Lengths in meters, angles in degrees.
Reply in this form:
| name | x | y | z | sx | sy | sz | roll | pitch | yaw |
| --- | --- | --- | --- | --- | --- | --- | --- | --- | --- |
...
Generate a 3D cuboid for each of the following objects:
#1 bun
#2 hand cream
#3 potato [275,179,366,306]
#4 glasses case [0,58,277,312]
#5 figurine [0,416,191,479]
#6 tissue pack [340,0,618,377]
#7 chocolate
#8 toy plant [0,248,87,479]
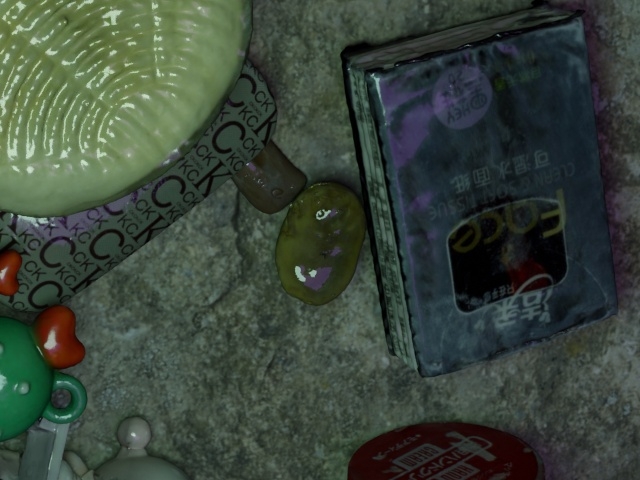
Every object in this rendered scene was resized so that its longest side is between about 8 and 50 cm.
| name | x | y | z | sx | sy | sz | roll | pitch | yaw |
| --- | --- | --- | --- | --- | --- | --- | --- | --- | --- |
| bun | -0.251 | -0.212 | 1.747 | 0.364 | 0.202 | 0.364 | -9 | 112 | -22 |
| hand cream | 0.139 | 0.313 | 2.077 | 0.230 | 0.230 | 0.149 | -10 | 112 | -15 |
| potato | 0.000 | 0.000 | 2.006 | 0.092 | 0.070 | 0.138 | 11 | 113 | -14 |
| glasses case | -0.203 | -0.064 | 1.908 | 0.355 | 0.085 | 0.137 | -37 | 113 | -2 |
| figurine | -0.225 | 0.276 | 2.000 | 0.257 | 0.182 | 0.144 | 21 | 143 | -30 |
| tissue pack | 0.175 | -0.056 | 2.020 | 0.259 | 0.122 | 0.361 | -15 | 110 | -16 |
| chocolate | -0.060 | -0.073 | 1.984 | 0.064 | 0.031 | 0.100 | -43 | 114 | -5 |
| toy plant | -0.428 | 0.135 | 1.839 | 0.400 | 0.185 | 0.279 | 5 | 72 | -17 |
